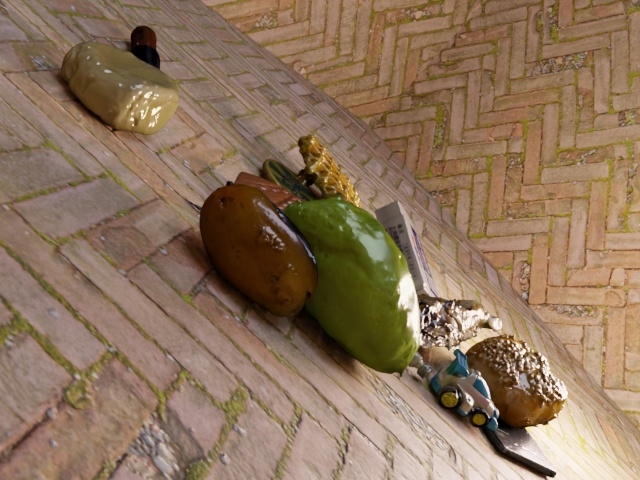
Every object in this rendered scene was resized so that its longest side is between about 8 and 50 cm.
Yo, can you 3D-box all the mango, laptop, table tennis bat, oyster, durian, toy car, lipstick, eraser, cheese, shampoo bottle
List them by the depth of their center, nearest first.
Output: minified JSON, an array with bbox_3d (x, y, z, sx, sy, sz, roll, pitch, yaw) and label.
[{"bbox_3d":[-0.107,0.017,1.364,0.248,0.151,0.156,52,-26,3],"label":"mango"},{"bbox_3d":[0.066,0.083,1.482,0.339,0.204,0.256,49,-12,20],"label":"durian"},{"bbox_3d":[-0.394,-0.305,1.596,0.214,0.117,0.226,41,17,19],"label":"cheese"},{"bbox_3d":[0.149,0.200,1.680,0.207,0.057,0.063,47,5,11],"label":"shampoo bottle"},{"bbox_3d":[0.314,0.311,1.689,0.161,0.098,0.126,33,16,0],"label":"toy car"},{"bbox_3d":[0.418,0.432,1.780,0.207,0.026,0.154,32,18,-35],"label":"laptop"},{"bbox_3d":[0.253,0.162,1.876,0.204,0.111,0.396,28,12,35],"label":"oyster"},{"bbox_3d":[-0.433,-0.455,2.000,0.077,0.077,0.418,35,14,-26],"label":"lipstick"},{"bbox_3d":[0.217,0.045,2.071,0.124,0.081,0.279,49,22,-50],"label":"eraser"},{"bbox_3d":[-0.064,-0.145,2.154,0.198,0.050,0.321,45,17,-2],"label":"table tennis bat"}]

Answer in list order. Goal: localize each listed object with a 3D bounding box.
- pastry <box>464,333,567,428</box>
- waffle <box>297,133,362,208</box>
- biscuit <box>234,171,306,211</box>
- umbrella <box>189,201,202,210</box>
[{"bbox_3d":[0.450,0.317,1.885,0.255,0.162,0.311,35,7,18],"label":"pastry"},{"bbox_3d":[0.035,-0.163,2.275,0.309,0.065,0.283,39,25,-61],"label":"waffle"},{"bbox_3d":[-0.084,-0.061,1.731,0.284,0.043,0.306,-3,39,-48],"label":"biscuit"},{"bbox_3d":[-0.185,-0.031,1.537,0.149,0.022,0.022,38,-27,-17],"label":"umbrella"}]
